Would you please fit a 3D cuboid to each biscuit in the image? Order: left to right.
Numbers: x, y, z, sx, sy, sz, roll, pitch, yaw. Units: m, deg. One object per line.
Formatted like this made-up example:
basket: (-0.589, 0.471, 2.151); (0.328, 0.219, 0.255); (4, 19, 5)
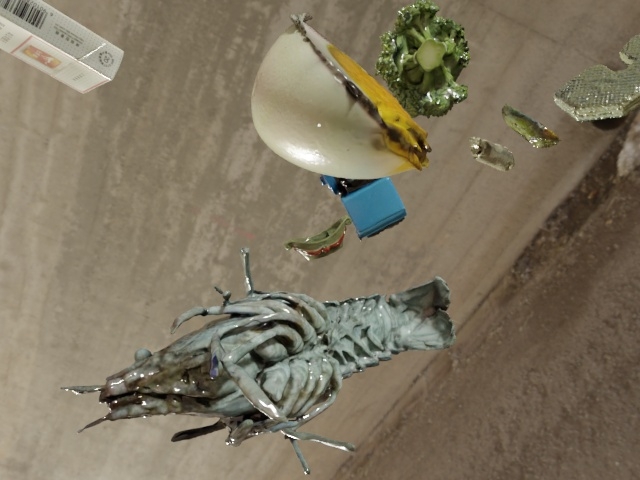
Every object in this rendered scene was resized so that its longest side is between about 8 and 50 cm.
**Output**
biscuit: (0.615, -0.330, 1.218); (0.250, 0.046, 0.147); (-34, 44, 9)

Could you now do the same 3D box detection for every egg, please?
egg: (0.019, -0.180, 0.900); (0.174, 0.287, 0.264); (-45, 35, 21)

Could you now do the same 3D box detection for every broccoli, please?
broccoli: (0.267, -0.463, 1.578); (0.235, 0.288, 0.260); (-38, 1, 41)

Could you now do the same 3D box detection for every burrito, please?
burrito: (0.507, -0.257, 1.788); (0.059, 0.275, 0.082); (-26, 75, 33)

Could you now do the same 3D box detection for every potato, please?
potato: (0.544, -0.297, 1.594); (0.198, 0.119, 0.054); (47, 109, 33)

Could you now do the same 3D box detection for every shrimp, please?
shrimp: (-0.022, 0.112, 0.589); (0.166, 0.411, 0.221); (-16, 83, 38)

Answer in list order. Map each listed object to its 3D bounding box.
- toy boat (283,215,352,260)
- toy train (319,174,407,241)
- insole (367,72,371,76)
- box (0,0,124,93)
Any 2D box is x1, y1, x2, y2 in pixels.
toy boat: (0.001, 0.001, 1.541); (0.185, 0.071, 0.089); (-23, 19, -4)
toy train: (0.119, -0.146, 1.682); (0.188, 0.264, 0.300); (-27, 9, 5)
insole: (0.106, -0.368, 1.388); (0.152, 0.053, 0.002); (-107, 26, -57)
box: (-0.693, -0.505, 1.513); (0.210, 0.330, 0.095); (1, 71, 49)
